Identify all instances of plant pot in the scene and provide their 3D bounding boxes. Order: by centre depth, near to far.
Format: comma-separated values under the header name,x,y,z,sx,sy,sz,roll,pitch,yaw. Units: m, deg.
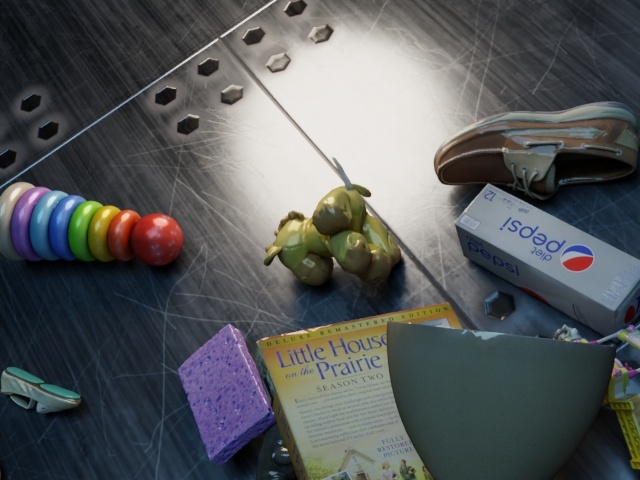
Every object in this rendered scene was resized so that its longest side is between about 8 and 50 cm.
name,x,y,z,sx,sy,sz,roll,pitch,yaw
plant pot,0.213,0.209,1.348,0.284,0.284,0.191,6,86,23

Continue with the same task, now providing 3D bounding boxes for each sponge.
name,x,y,z,sx,sy,sz,roll,pitch,yaw
sponge,-0.143,0.229,1.631,0.117,0.031,0.210,-41,39,8

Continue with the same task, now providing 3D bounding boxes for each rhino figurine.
name,x,y,z,sx,sy,sz,roll,pitch,yaw
rhino figurine,-0.047,0.310,1.560,0.106,0.073,0.243,-10,53,37

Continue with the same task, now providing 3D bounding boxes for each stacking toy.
name,x,y,z,sx,sy,sz,roll,pitch,yaw
stacking toy,-0.392,-0.019,1.880,0.330,0.141,0.141,6,60,16

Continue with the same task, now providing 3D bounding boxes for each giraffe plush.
name,x,y,z,sx,sy,sz,roll,pitch,yaw
giraffe plush,0.000,0.000,1.712,0.170,0.181,0.210,-34,61,22

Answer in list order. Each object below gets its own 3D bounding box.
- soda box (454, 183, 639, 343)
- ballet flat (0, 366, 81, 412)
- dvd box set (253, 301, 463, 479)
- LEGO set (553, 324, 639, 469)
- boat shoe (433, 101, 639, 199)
name,x,y,z,sx,sy,sz,roll,pitch,yaw
soda box,0.339,0.030,1.594,0.286,0.098,0.091,32,70,33
ballet flat,-0.457,0.255,1.769,0.168,0.057,0.052,17,92,32
dvd box set,0.115,0.283,1.455,0.307,0.062,0.420,-10,51,-19
LEGO set,0.421,0.211,1.437,0.107,0.132,0.287,-19,53,-20
boat shoe,0.337,-0.129,1.691,0.324,0.123,0.116,-11,57,15
